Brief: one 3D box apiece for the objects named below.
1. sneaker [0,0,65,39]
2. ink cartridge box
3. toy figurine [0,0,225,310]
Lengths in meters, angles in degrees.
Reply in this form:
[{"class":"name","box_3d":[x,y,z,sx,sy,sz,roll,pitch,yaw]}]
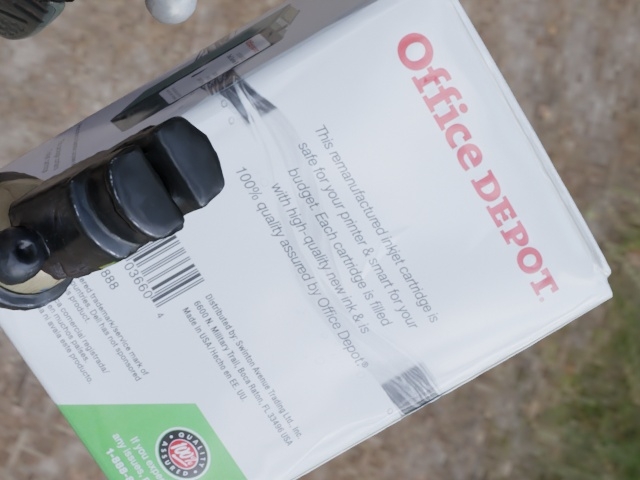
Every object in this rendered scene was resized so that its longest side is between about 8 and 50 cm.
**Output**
[{"class":"sneaker","box_3d":[-0.190,-0.245,1.399,0.130,0.087,0.227,-51,174,-41]},{"class":"ink cartridge box","box_3d":[-0.019,0.000,1.035,0.289,0.121,0.211,-29,109,5]},{"class":"toy figurine","box_3d":[-0.148,-0.087,0.741,0.213,0.148,0.209,13,71,-33]}]
